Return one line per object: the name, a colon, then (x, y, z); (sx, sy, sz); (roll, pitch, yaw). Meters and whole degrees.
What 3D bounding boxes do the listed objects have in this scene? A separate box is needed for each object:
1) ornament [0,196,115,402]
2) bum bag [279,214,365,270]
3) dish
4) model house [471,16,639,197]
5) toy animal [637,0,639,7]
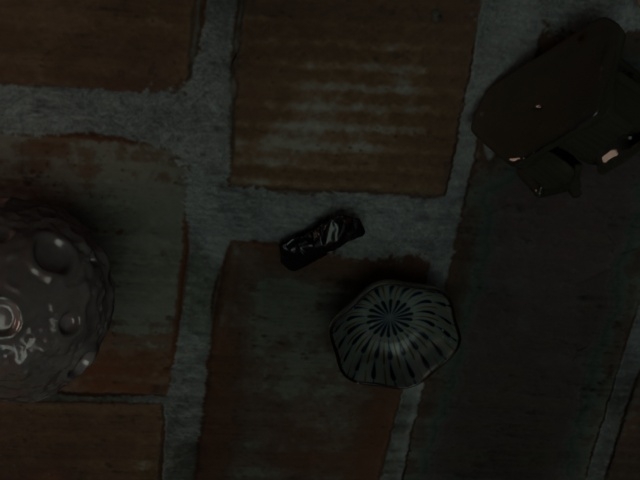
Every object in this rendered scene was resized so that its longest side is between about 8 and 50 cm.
ornament: (-0.373, 0.073, 1.439); (0.225, 0.259, 0.259); (12, 121, -33)
bum bag: (0.000, 0.001, 1.564); (0.124, 0.034, 0.058); (-31, 134, 13)
dish: (0.100, 0.118, 1.630); (0.191, 0.066, 0.190); (-4, 122, -7)
model house: (0.331, -0.148, 1.468); (0.229, 0.122, 0.188); (-35, 133, 30)
toy animal: (0.449, -0.291, 1.421); (0.114, 0.091, 0.082); (26, 144, -7)
